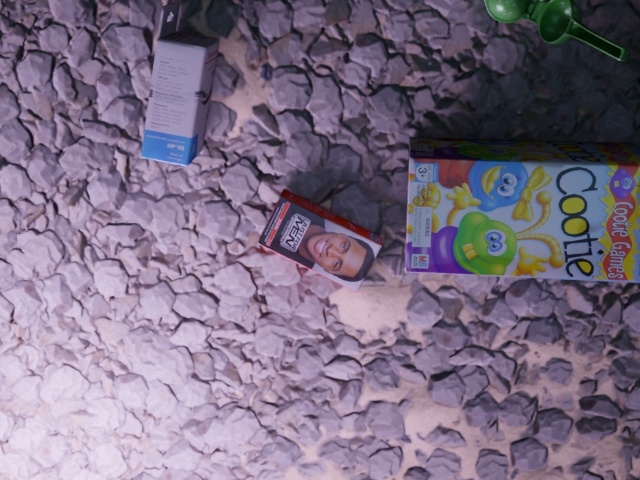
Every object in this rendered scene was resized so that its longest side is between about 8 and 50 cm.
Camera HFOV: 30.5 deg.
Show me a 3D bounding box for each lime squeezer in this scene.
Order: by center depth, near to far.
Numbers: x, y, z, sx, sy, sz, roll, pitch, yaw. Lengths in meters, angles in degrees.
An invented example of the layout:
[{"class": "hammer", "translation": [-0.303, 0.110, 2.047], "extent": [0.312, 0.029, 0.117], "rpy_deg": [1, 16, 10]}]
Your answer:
[{"class": "lime squeezer", "translation": [0.231, -0.266, 1.362], "extent": [0.310, 0.110, 0.059], "rpy_deg": [32, 126, 27]}]

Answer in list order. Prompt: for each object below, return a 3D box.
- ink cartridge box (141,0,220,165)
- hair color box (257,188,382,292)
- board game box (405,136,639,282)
[{"class": "ink cartridge box", "translation": [-0.164, -0.189, 1.406], "extent": [0.060, 0.104, 0.180], "rpy_deg": [11, 106, 2]}, {"class": "hair color box", "translation": [0.000, 0.000, 1.476], "extent": [0.141, 0.043, 0.072], "rpy_deg": [25, 105, -3]}, {"class": "board game box", "translation": [0.240, -0.041, 1.394], "extent": [0.275, 0.144, 0.142], "rpy_deg": [2, 105, 3]}]
